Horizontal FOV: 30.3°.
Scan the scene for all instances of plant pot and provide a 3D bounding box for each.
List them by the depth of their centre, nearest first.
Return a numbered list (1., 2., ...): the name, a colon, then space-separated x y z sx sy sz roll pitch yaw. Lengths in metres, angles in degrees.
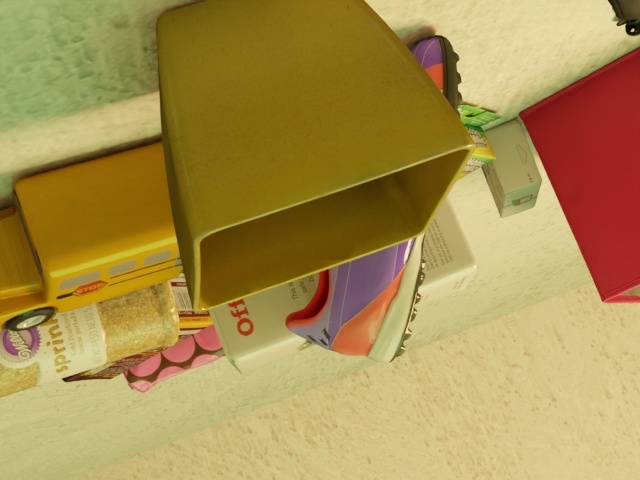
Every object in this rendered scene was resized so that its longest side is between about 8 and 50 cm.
1. plant pot: -0.030 -0.086 0.928 0.212 0.187 0.212 -19 165 -12

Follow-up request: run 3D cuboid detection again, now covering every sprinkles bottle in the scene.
1. sprinkles bottle: -0.341 0.111 1.319 0.355 0.121 0.121 -17 165 -22

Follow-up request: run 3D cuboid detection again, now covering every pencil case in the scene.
1. pencil case: -0.196 0.155 1.738 0.209 0.098 0.095 -22 166 2

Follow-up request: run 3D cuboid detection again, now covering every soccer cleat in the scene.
1. soccer cleat: 0.053 -0.042 1.120 0.116 0.318 0.108 11 -169 -7

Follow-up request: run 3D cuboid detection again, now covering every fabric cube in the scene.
1. fabric cube: 0.443 -0.087 1.481 0.254 0.258 0.259 -29 164 24

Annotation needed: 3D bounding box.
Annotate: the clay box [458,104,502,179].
1. clay box: 0.110 -0.085 1.407 0.222 0.053 0.127 -29 165 28

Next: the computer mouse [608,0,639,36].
1. computer mouse: 0.363 -0.258 1.136 0.184 0.060 0.262 -26 165 19

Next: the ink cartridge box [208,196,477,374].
1. ink cartridge box: 0.000 0.000 1.259 0.273 0.198 0.115 -20 167 -5

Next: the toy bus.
1. toy bus: -0.179 -0.017 1.116 0.333 0.108 0.130 -17 164 -19

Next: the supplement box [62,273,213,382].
1. supplement box: -0.248 0.111 1.534 0.188 0.080 0.104 -28 165 23

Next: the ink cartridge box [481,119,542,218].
1. ink cartridge box: 0.241 -0.090 1.509 0.052 0.088 0.122 -19 165 0
